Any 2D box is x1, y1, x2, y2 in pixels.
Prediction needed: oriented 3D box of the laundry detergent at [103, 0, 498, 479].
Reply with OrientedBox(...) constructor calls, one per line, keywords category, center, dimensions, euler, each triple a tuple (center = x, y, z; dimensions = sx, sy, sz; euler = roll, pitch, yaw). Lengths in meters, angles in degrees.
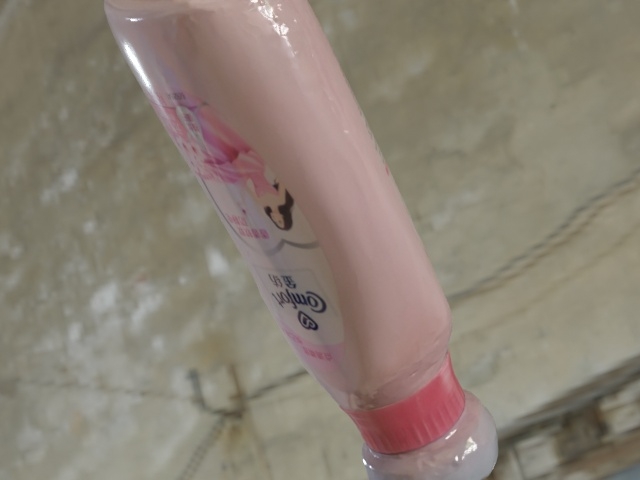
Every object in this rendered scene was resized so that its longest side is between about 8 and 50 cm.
OrientedBox(category="laundry detergent", center=(0.000, 0.000, 0.880), dimensions=(0.088, 0.159, 0.335), euler=(-34, -65, -15))
